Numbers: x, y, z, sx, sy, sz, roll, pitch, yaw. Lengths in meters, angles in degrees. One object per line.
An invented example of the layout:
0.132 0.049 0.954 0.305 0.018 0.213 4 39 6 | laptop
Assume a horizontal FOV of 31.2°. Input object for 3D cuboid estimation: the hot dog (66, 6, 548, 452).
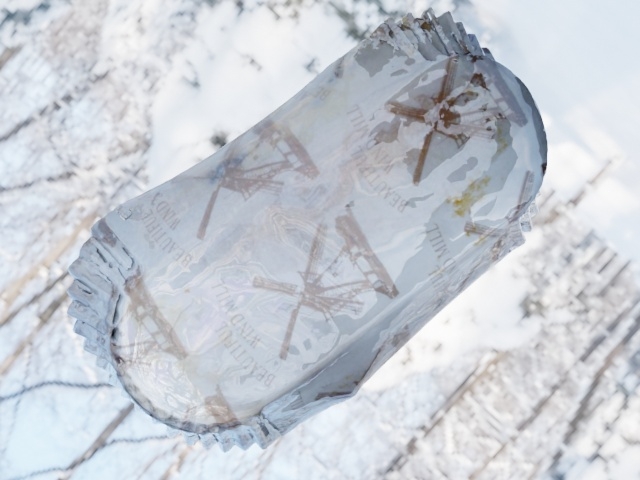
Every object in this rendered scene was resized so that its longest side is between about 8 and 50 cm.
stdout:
0.000 0.000 0.428 0.108 0.191 0.059 55 178 -12 | hot dog
